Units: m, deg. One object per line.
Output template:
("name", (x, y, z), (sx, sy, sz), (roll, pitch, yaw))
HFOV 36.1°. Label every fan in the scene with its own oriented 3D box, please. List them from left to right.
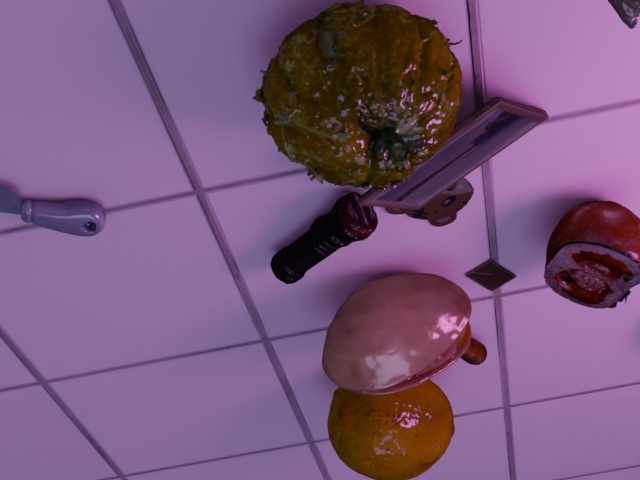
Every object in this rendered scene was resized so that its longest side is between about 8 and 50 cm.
("fan", (0.223, -0.103, 1.754), (0.152, 0.008, 0.227), (13, 138, -24))

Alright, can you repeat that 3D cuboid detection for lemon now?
("lemon", (0.161, 0.405, 2.183), (0.310, 0.258, 0.258), (9, 139, -26))

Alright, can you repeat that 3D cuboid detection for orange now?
("orange", (0.062, -0.207, 1.432), (0.301, 0.223, 0.300), (29, 124, -36))

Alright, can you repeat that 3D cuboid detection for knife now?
("knife", (-0.530, -0.064, 1.665), (0.331, 0.044, 0.080), (11, 139, -16))

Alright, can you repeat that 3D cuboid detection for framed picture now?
("framed picture", (0.219, -0.136, 1.616), (0.289, 0.016, 0.213), (-36, 162, 27))
("framed picture", (0.345, 0.071, 1.993), (0.089, 0.007, 0.066), (28, 130, -36))

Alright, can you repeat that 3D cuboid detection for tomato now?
("tomato", (0.517, 0.009, 1.821), (0.180, 0.155, 0.214), (21, 151, -4))

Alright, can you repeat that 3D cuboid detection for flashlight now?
("flashlight", (0.000, 0.000, 1.795), (0.093, 0.093, 0.232), (25, 137, -34))

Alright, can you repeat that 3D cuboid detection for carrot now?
("carrot", (0.300, 0.224, 2.145), (0.161, 0.055, 0.055), (31, 128, -30))

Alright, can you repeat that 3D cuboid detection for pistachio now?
("pistachio", (0.146, 0.185, 1.930), (0.308, 0.230, 0.230), (-17, 142, -3))

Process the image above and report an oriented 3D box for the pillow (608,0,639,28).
("pillow", (0.420, -0.439, 1.230), (0.074, 0.185, 0.302), (-10, 147, -32))
